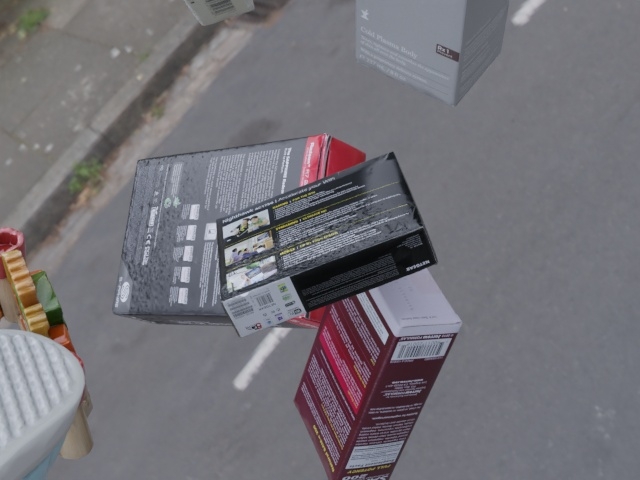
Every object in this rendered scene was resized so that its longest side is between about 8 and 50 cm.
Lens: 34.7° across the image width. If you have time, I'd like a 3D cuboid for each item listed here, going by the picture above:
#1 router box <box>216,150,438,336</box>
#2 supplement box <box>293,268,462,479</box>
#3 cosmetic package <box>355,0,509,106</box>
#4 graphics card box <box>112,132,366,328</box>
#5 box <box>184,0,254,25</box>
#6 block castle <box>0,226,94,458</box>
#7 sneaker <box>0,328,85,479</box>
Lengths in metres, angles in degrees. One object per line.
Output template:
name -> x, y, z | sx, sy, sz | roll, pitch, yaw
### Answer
router box -> 0.000, 0.000, 0.888 | 0.179, 0.046, 0.133 | -20, 33, 5
supplement box -> 0.050, 0.128, 1.041 | 0.130, 0.073, 0.239 | -118, 36, -43
cosmetic package -> 0.108, -0.255, 0.953 | 0.127, 0.238, 0.107 | 29, 63, 22
graphics card box -> -0.115, -0.003, 1.352 | 0.371, 0.094, 0.233 | -3, 75, 41
box -> -0.188, -0.492, 1.625 | 0.094, 0.113, 0.275 | -16, 75, 7
block castle -> -0.532, 0.160, 1.529 | 0.303, 0.213, 0.453 | -19, 37, -19
sneaker -> -0.272, 0.190, 0.612 | 0.366, 0.135, 0.150 | -32, -34, -59
